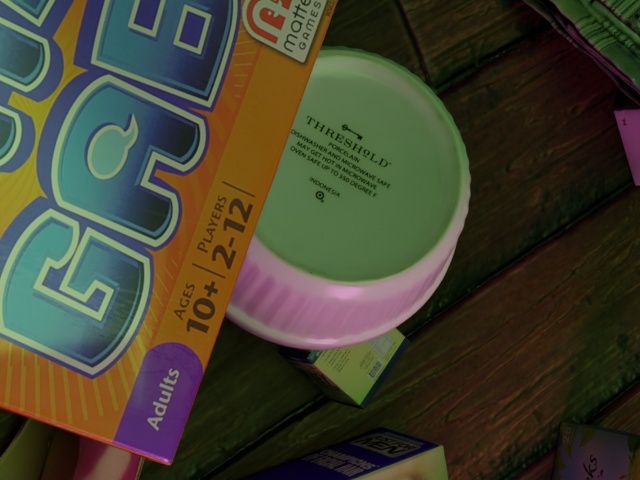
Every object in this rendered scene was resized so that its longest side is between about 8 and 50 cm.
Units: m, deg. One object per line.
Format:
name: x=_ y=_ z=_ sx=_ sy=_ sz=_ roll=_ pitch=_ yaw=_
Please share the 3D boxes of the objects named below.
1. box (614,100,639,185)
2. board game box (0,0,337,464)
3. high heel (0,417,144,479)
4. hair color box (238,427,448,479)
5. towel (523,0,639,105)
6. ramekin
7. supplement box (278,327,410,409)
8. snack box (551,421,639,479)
box: x=0.426 y=-0.130 z=1.725 sx=0.170 sy=0.130 sz=0.091 roll=-26 pitch=106 yaw=-27
board game box: x=-0.271 y=-0.081 z=1.169 sx=0.357 sy=0.356 sz=0.356 roll=24 pitch=80 yaw=-30
high heel: x=-0.270 y=0.210 z=1.312 sx=0.181 sy=0.127 sz=0.377 roll=30 pitch=80 yaw=-40
hair color box: x=-0.033 y=0.314 z=1.480 sx=0.339 sy=0.110 sz=0.185 roll=-17 pitch=102 yaw=-31
towel: x=0.410 y=-0.237 z=1.654 sx=0.312 sy=0.056 sz=0.324 roll=45 pitch=60 yaw=9
ramekin: x=0.007 y=-0.046 z=1.417 sx=0.273 sy=0.127 sz=0.272 roll=3 pitch=74 yaw=-12
supplement box: x=0.023 y=0.101 z=1.532 sx=0.083 sy=0.056 sz=0.083 roll=44 pitch=71 yaw=-26
snack box: x=0.306 y=0.300 z=1.646 sx=0.070 sy=0.174 sz=0.207 roll=12 pitch=87 yaw=-28
